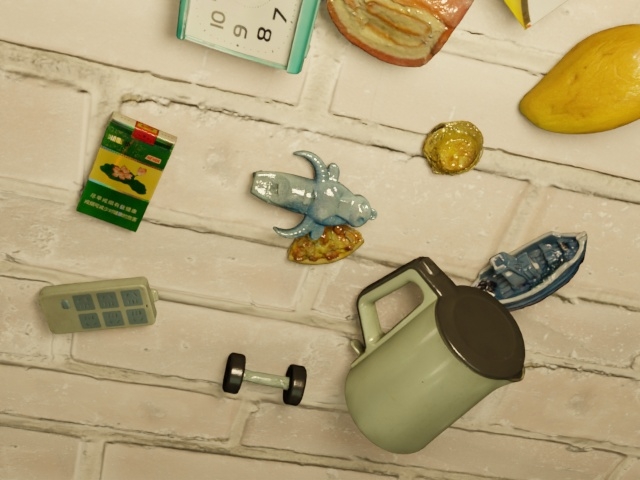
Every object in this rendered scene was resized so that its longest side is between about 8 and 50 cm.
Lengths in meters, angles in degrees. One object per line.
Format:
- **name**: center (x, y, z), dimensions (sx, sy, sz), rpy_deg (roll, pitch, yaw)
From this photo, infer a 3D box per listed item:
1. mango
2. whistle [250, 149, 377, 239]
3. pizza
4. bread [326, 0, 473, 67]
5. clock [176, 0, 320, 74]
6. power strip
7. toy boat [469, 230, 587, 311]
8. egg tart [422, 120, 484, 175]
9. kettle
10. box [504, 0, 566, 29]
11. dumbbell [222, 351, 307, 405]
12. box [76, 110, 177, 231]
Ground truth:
- **mango**: center (0.519, -0.289, 1.339), dimensions (0.316, 0.119, 0.177), rpy_deg (-23, 96, 31)
- **whistle**: center (-0.011, -0.085, 1.487), dimensions (0.269, 0.093, 0.180), rpy_deg (13, 100, -12)
- **pizza**: center (0.000, 0.001, 1.575), dimensions (0.175, 0.046, 0.134), rpy_deg (-22, 124, 12)
- **bread**: center (0.126, -0.402, 1.231), dimensions (0.244, 0.123, 0.190), rpy_deg (21, 153, -5)
- **clock**: center (-0.103, -0.438, 1.212), dimensions (0.231, 0.116, 0.262), rpy_deg (16, 124, 0)
- **power strip**: center (-0.501, 0.146, 1.650), dimensions (0.270, 0.046, 0.118), rpy_deg (-5, 126, 1)
- **toy boat**: center (0.442, 0.065, 1.595), dimensions (0.309, 0.129, 0.142), rpy_deg (-32, 135, 22)
- **egg tart**: center (0.267, -0.177, 1.462), dimensions (0.130, 0.052, 0.130), rpy_deg (-3, 127, -4)
- **kettle**: center (0.218, 0.242, 1.628), dimensions (0.361, 0.250, 0.377), rpy_deg (53, 135, 15)
- **box**: center (0.395, -0.496, 1.188), dimensions (0.265, 0.097, 0.168), rpy_deg (-31, 117, 26)
- **dumbbell**: center (-0.136, 0.336, 1.774), dimensions (0.191, 0.100, 0.100), rpy_deg (14, 123, -12)
- **box**: center (-0.390, -0.132, 1.465), dimensions (0.132, 0.034, 0.235), rpy_deg (21, 122, -17)
